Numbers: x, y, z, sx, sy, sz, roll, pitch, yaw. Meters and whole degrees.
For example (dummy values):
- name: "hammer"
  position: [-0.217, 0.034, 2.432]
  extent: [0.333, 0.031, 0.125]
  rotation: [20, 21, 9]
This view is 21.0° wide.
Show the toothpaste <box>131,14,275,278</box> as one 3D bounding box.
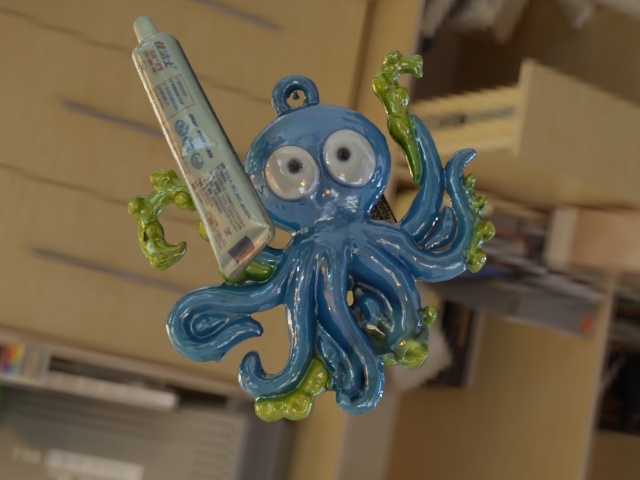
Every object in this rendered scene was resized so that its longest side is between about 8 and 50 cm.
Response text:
- name: "toothpaste"
  position: [-0.114, -0.095, 1.573]
  extent: [0.069, 0.268, 0.047]
  rotation: [-30, 158, 10]

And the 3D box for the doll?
- name: "doll"
  position: [0.000, 0.000, 1.668]
  extent: [0.346, 0.341, 0.099]
  rotation: [-15, 167, -3]

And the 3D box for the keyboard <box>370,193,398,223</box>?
- name: "keyboard"
  position: [0.040, -0.058, 1.885]
  extent: [0.053, 0.155, 0.010]
  rotation: [-30, 173, 24]
